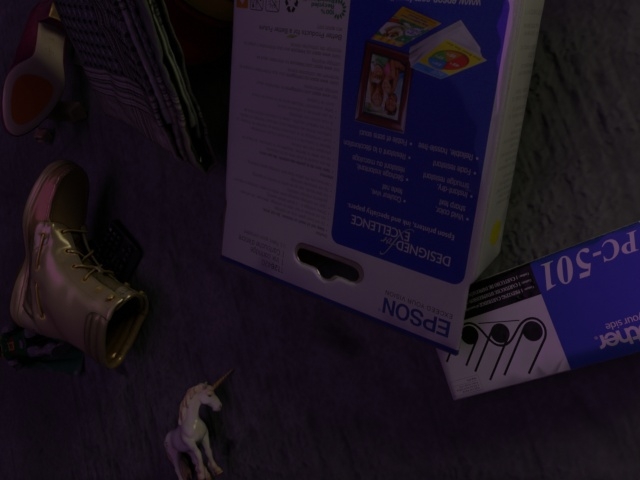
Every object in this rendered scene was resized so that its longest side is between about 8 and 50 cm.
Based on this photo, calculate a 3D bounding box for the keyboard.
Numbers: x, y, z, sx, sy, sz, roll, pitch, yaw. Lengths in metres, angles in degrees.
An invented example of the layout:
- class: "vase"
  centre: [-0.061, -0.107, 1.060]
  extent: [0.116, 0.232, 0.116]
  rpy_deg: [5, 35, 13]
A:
- class: "keyboard"
  centre: [-0.338, 0.053, 0.983]
  extent: [0.108, 0.023, 0.180]
  rpy_deg: [45, 114, 29]

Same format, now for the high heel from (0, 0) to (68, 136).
- class: "high heel"
  centre: [-0.452, -0.270, 1.010]
  extent: [0.117, 0.082, 0.244]
  rpy_deg: [-3, 74, 51]

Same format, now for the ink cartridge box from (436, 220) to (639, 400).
- class: "ink cartridge box"
  centre: [0.197, 0.065, 0.559]
  extent: [0.207, 0.046, 0.097]
  rpy_deg: [-27, 75, 34]

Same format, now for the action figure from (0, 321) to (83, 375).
- class: "action figure"
  centre: [-0.489, 0.171, 1.075]
  extent: [0.232, 0.064, 0.137]
  rpy_deg: [-16, 83, 40]

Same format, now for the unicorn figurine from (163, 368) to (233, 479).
- class: "unicorn figurine"
  centre: [-0.161, 0.252, 0.820]
  extent: [0.162, 0.060, 0.111]
  rpy_deg: [-37, 68, 31]

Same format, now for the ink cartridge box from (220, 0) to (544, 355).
- class: "ink cartridge box"
  centre: [0.033, -0.089, 0.612]
  extent: [0.304, 0.072, 0.307]
  rpy_deg: [20, 116, 34]

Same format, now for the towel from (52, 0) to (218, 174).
- class: "towel"
  centre: [-0.257, -0.252, 0.776]
  extent: [0.324, 0.056, 0.312]
  rpy_deg: [31, 144, 44]

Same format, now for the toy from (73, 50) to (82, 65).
- class: "toy"
  centre: [-0.313, -0.318, 0.947]
  extent: [0.237, 0.056, 0.136]
  rpy_deg: [22, 102, 35]

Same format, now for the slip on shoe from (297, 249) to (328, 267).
- class: "slip on shoe"
  centre: [0.000, 0.000, 0.712]
  extent: [0.135, 0.041, 0.051]
  rpy_deg: [-20, 78, 35]

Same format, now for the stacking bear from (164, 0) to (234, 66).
- class: "stacking bear"
  centre: [-0.114, -0.316, 0.736]
  extent: [0.289, 0.164, 0.175]
  rpy_deg: [-40, 49, 39]

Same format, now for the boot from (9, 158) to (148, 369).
- class: "boot"
  centre: [-0.330, 0.032, 0.909]
  extent: [0.204, 0.095, 0.261]
  rpy_deg: [19, 97, 26]

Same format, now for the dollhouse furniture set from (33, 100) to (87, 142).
- class: "dollhouse furniture set"
  centre: [-0.419, -0.215, 1.057]
  extent: [0.114, 0.091, 0.081]
  rpy_deg: [7, 51, 16]
